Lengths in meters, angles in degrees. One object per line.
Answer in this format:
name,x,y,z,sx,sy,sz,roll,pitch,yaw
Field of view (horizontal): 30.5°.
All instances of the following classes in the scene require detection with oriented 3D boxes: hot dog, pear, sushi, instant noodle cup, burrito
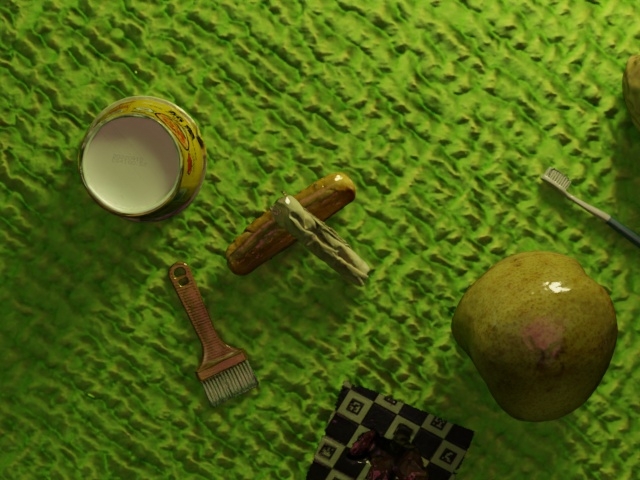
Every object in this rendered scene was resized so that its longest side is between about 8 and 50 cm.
hot dog,-0.048,-0.030,1.672,0.215,0.047,0.066,-37,133,4
pear,0.308,0.128,1.629,0.211,0.188,0.228,-36,97,11
sushi,0.097,0.315,1.725,0.210,0.040,0.193,20,103,-6
instant noodle cup,-0.250,-0.107,1.608,0.182,0.144,0.182,0,97,-2
burrito,0.000,0.000,1.651,0.045,0.041,0.185,-42,119,18

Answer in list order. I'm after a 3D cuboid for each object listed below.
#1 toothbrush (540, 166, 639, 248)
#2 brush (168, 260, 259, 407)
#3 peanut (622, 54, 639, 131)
toothbrush,0.434,-0.021,1.701,0.275,0.019,0.025,35,87,-5
brush,-0.168,0.132,1.709,0.082,0.010,0.218,-24,96,2
peanut,0.538,-0.148,1.620,0.143,0.159,0.291,-38,97,-23
